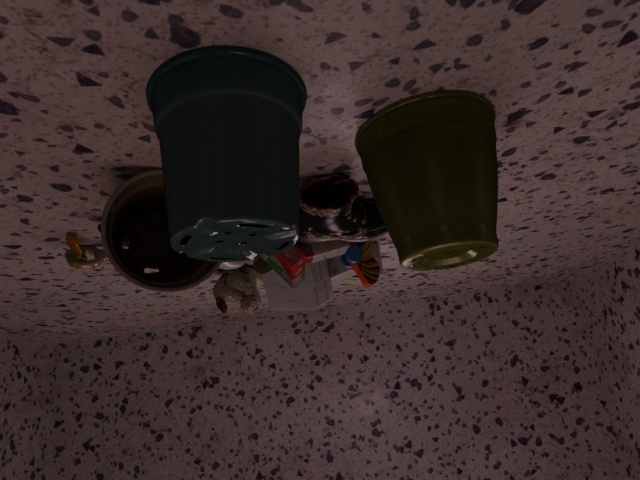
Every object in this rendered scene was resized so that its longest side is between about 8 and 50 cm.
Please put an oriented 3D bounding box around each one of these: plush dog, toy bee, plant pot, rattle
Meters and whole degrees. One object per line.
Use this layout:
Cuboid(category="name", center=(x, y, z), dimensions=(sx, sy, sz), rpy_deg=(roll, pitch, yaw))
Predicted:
Cuboid(category="plush dog", center=(-0.408, 0.217, 2.241), dimensions=(0.225, 0.263, 0.211), rpy_deg=(-23, 124, 17))
Cuboid(category="toy bee", center=(0.149, 0.029, 1.887), dimensions=(0.162, 0.298, 0.195), rpy_deg=(-41, -164, -22))
Cuboid(category="plant pot", center=(0.291, -0.120, 1.203), dimensions=(0.366, 0.353, 0.366), rpy_deg=(-6, 161, -2))
Cuboid(category="plant pot", center=(-0.471, -0.009, 1.398), dimensions=(0.333, 0.334, 0.305), rpy_deg=(3, 171, -27))
Cuboid(category="rattle", center=(-0.822, 0.018, 1.740), dimensions=(0.199, 0.143, 0.130), rpy_deg=(-11, -159, -38))
Cuboid(category="plant pot", center=(-0.184, -0.148, 0.984), dimensions=(0.340, 0.335, 0.341), rpy_deg=(-5, 162, -2))

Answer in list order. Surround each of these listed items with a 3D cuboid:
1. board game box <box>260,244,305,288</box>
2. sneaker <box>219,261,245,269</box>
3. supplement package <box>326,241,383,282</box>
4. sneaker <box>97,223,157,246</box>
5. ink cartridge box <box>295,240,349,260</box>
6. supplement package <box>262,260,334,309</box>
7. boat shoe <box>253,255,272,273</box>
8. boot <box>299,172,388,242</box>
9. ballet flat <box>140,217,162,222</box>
Cuboid(category="board game box", center=(-0.159, 0.038, 1.722), dimensions=(0.064, 0.242, 0.316), rpy_deg=(-43, 167, -15))
Cuboid(category="sneaker", center=(-0.402, 0.060, 1.905), dimensions=(0.258, 0.094, 0.091), rpy_deg=(10, 160, -40))
Cuboid(category="supplement package", center=(0.136, 0.099, 2.125), dimensions=(0.203, 0.149, 0.194), rpy_deg=(9, 156, -37))
Cuboid(category="sneaker", center=(-0.631, -0.020, 1.631), dimensions=(0.106, 0.101, 0.267), rpy_deg=(6, 168, 31))
Cuboid(category="ink cartridge box", center=(0.000, 0.000, 1.733), dimensions=(0.176, 0.128, 0.127), rpy_deg=(-15, 166, -9))
Cuboid(category="supplement package", center=(-0.102, 0.183, 2.081), dimensions=(0.261, 0.204, 0.145), rpy_deg=(-6, -169, 34))
Cuboid(category="boat shoe", center=(-0.133, 0.042, 1.955), dimensions=(0.302, 0.113, 0.103), rpy_deg=(-21, -175, 19))
Cuboid(category="boot", center=(0.091, -0.103, 1.539), dimensions=(0.377, 0.138, 0.284), rpy_deg=(-4, 159, -3))
Cuboid(category="ballet flat", center=(-0.519, -0.029, 1.623), dimensions=(0.248, 0.086, 0.086), rpy_deg=(9, 156, -38))
